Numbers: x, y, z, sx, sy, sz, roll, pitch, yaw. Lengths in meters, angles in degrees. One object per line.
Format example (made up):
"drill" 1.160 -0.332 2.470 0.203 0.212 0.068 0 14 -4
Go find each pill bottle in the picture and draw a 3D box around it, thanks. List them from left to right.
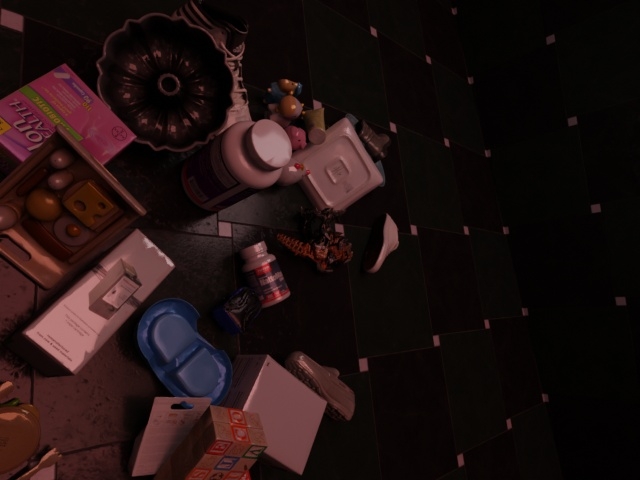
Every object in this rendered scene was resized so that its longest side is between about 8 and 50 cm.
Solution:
"pill bottle" -0.226 -0.202 1.184 0.181 0.323 0.182 16 66 -41
"pill bottle" -0.170 0.099 1.298 0.108 0.108 0.180 -27 96 -46

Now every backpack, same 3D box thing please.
"backpack" -0.231 0.187 1.214 0.098 0.101 0.120 59 42 -16

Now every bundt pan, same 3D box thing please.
"bundt pan" -0.392 -0.394 1.141 0.330 0.124 0.331 -3 101 -18

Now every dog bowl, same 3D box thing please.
"dog bowl" -0.344 0.285 1.091 0.166 0.074 0.297 -43 107 -43

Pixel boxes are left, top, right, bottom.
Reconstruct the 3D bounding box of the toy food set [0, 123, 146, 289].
"toy food set" -0.529 -0.054 0.876 0.220 0.306 0.092 50 19 -22

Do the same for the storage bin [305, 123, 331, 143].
"storage bin" 0.018 -0.324 1.636 0.180 0.084 0.122 55 46 -16

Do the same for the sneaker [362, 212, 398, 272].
"sneaker" 0.257 0.029 1.740 0.123 0.106 0.290 43 50 -24

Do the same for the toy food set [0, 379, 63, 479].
"toy food set" -0.603 0.377 0.840 0.132 0.038 0.192 -34 107 -38

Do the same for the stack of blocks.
"stack of blocks" -0.241 0.510 0.975 0.171 0.297 0.087 26 18 -36

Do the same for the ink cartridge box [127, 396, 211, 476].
"ink cartridge box" -0.347 0.443 1.018 0.145 0.045 0.179 18 85 -39

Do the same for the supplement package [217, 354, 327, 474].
"supplement package" -0.141 0.461 1.175 0.262 0.145 0.204 47 49 -27

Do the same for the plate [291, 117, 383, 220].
"plate" 0.057 -0.247 1.564 0.277 0.045 0.278 -35 107 -6

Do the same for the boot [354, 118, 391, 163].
"boot" 0.205 -0.424 1.763 0.161 0.083 0.246 50 26 -18

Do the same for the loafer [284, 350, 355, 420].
"loafer" 0.004 0.437 1.368 0.319 0.112 0.111 54 41 -28

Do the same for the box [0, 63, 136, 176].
"box" -0.589 -0.229 0.983 0.213 0.117 0.243 49 49 -22

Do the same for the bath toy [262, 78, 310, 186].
"bath toy" -0.105 -0.352 1.469 0.129 0.151 0.348 -2 80 -22

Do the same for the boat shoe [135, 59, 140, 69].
"boat shoe" -0.484 -0.470 1.203 0.184 0.066 0.063 60 38 -11

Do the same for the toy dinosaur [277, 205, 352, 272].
"toy dinosaur" 0.000 0.000 1.479 0.322 0.164 0.218 8 87 -65

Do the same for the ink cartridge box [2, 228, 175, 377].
"ink cartridge box" -0.473 0.129 0.917 0.121 0.211 0.289 50 47 -19

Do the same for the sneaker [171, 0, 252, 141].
"sneaker" -0.278 -0.468 1.265 0.169 0.257 0.448 -44 109 -43

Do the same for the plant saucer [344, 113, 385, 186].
"plant saucer" 0.166 -0.353 1.759 0.317 0.043 0.318 45 32 -39

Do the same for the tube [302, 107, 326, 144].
"tube" -0.019 -0.416 1.557 0.070 0.062 0.240 23 31 -24
